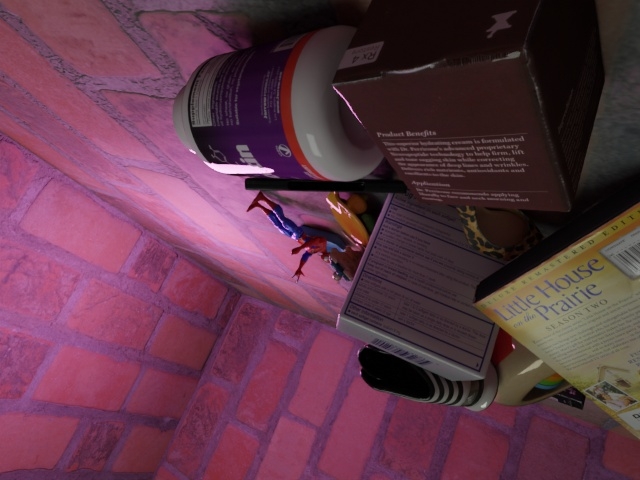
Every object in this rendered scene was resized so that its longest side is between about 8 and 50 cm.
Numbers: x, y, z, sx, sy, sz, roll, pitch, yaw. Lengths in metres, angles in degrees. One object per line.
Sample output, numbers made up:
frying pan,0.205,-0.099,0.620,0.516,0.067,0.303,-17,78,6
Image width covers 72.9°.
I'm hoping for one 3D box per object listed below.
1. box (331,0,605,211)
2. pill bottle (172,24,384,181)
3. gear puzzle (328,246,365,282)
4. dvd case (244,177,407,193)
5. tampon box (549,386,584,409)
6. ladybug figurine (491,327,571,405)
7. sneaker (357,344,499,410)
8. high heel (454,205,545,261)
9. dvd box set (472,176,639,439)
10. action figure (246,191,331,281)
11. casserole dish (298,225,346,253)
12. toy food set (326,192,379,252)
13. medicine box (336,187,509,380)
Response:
box,0.154,-0.151,0.415,0.168,0.167,0.203,10,158,41
pill bottle,-0.068,-0.179,0.611,0.323,0.182,0.181,9,158,41
gear puzzle,0.132,0.090,1.067,0.175,0.044,0.339,48,-159,20
dvd case,0.006,-0.097,0.750,0.253,0.022,0.180,1,-171,-2
tampon box,0.732,0.392,1.274,0.101,0.161,0.120,11,158,37
ladybug figurine,0.510,0.245,0.990,0.305,0.162,0.449,-17,144,-8
sneaker,0.179,0.218,1.028,0.257,0.169,0.447,14,-167,-29
high heel,0.287,-0.043,0.677,0.261,0.093,0.186,32,170,4
dvd box set,0.489,0.135,0.630,0.420,0.062,0.307,38,132,-3
action figure,-0.091,0.003,1.200,0.280,0.139,0.091,34,152,-10
casserole dish,0.000,0.000,1.305,0.188,0.037,0.114,14,160,28
toy food set,0.091,-0.052,0.995,0.128,0.071,0.218,43,171,29
medicine box,0.203,0.079,0.829,0.263,0.289,0.149,23,162,6
